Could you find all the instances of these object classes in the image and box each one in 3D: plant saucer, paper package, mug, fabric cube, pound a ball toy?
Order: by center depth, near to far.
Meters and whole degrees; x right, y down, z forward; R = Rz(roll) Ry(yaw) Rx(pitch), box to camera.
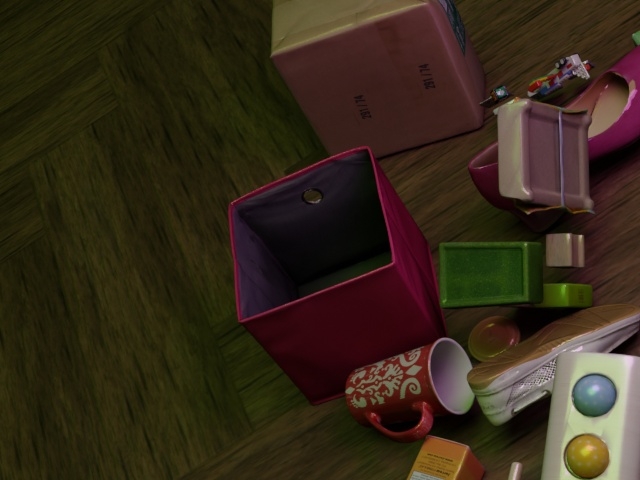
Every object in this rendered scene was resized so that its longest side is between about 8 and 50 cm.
[{"bbox_3d":[0.311,0.307,1.465,0.208,0.136,0.319,2,68,28],"label":"pound a ball toy"},{"bbox_3d":[0.118,0.222,1.669,0.169,0.113,0.150,-20,6,38],"label":"mug"},{"bbox_3d":[0.265,0.151,1.742,0.083,0.013,0.083,-16,47,18],"label":"plant saucer"},{"bbox_3d":[0.031,0.058,1.785,0.254,0.258,0.259,-22,46,15],"label":"fabric cube"},{"bbox_3d":[0.105,-0.315,2.004,0.309,0.325,0.168,-15,49,19],"label":"paper package"}]

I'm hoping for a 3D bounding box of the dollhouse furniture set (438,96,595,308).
[{"bbox_3d":[0.291,-0.049,1.686,0.151,0.197,0.302,-4,84,42],"label":"dollhouse furniture set"}]

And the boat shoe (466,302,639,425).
[{"bbox_3d":[0.343,0.177,1.624,0.277,0.096,0.098,-24,11,-11],"label":"boat shoe"}]

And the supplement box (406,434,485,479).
[{"bbox_3d":[0.141,0.392,1.570,0.080,0.078,0.233,8,59,35],"label":"supplement box"}]

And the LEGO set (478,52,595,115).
[{"bbox_3d":[0.360,-0.242,1.874,0.182,0.244,0.060,-27,81,20],"label":"LEGO set"}]

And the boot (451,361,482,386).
[{"bbox_3d":[0.233,0.221,1.686,0.114,0.037,0.106,-6,40,24],"label":"boot"}]

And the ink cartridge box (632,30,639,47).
[{"bbox_3d":[0.622,-0.281,1.830,0.154,0.093,0.212,-29,43,9],"label":"ink cartridge box"}]

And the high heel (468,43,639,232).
[{"bbox_3d":[0.397,-0.196,1.774,0.377,0.181,0.127,-54,35,0],"label":"high heel"}]
